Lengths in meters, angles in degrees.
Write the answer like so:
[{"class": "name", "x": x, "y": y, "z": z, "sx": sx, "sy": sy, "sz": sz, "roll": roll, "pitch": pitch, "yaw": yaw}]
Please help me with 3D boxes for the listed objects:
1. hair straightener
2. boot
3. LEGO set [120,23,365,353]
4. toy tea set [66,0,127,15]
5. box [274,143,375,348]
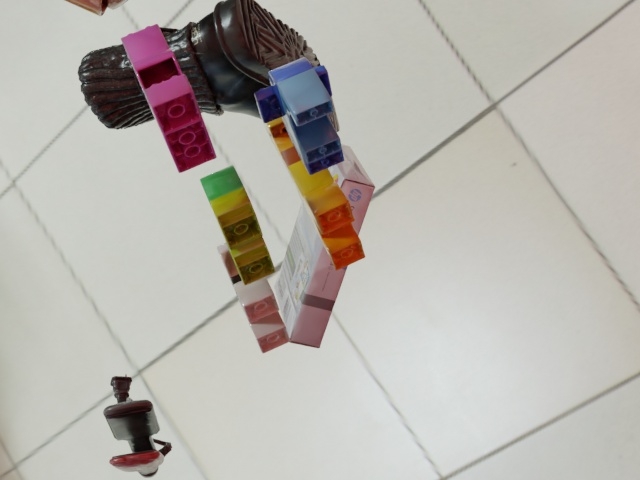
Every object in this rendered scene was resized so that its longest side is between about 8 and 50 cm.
[{"class": "hair straightener", "x": -0.155, "y": 0.160, "z": 0.954, "sx": 0.047, "sy": 0.230, "sz": 0.089, "roll": -10, "pitch": 76, "yaw": -2}, {"class": "boot", "x": -0.148, "y": -0.213, "z": 1.543, "sx": 0.260, "sy": 0.348, "sz": 0.131, "roll": -20, "pitch": 63, "yaw": 22}, {"class": "LEGO set", "x": -0.032, "y": -0.044, "z": 0.580, "sx": 0.087, "sy": 0.227, "sz": 0.093, "roll": -23, "pitch": 56, "yaw": -6}, {"class": "toy tea set", "x": -0.102, "y": -0.291, "z": 0.685, "sx": 0.124, "sy": 0.200, "sz": 0.336, "roll": 15, "pitch": 146, "yaw": -8}, {"class": "box", "x": 0.000, "y": 0.000, "z": 1.164, "sx": 0.038, "sy": 0.145, "sz": 0.186, "roll": 13, "pitch": 108, "yaw": -14}]
